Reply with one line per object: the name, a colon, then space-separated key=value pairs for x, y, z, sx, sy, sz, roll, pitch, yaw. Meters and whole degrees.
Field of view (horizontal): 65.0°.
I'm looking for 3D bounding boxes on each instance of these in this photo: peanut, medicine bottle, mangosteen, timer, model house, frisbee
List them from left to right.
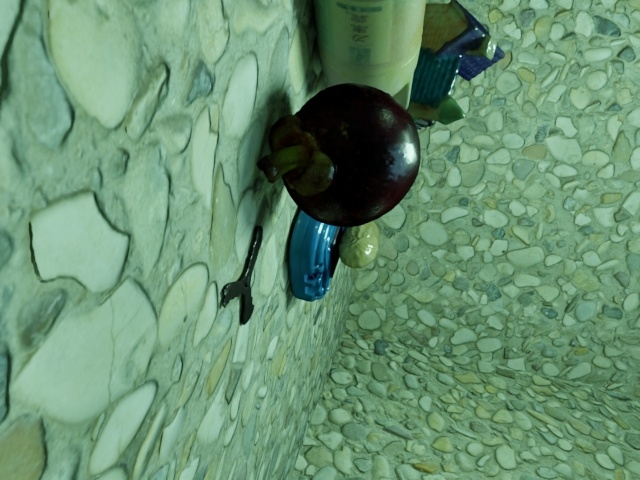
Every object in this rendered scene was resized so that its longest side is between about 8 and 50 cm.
frisbee: x=-0.149 y=0.078 z=0.955 sx=0.187 sy=0.012 sz=0.210 roll=-29 pitch=130 yaw=-77
timer: x=0.000 y=0.000 z=1.450 sx=0.340 sy=0.115 sz=0.308 roll=90 pitch=18 yaw=-55
mangosteen: x=0.042 y=-0.175 z=0.999 sx=0.297 sy=0.293 sz=0.297 roll=-44 pitch=-151 yaw=32
peanut: x=0.114 y=-0.003 z=1.458 sx=0.274 sy=0.111 sz=0.124 roll=-60 pitch=145 yaw=-73
medicine bottle: x=0.109 y=-0.459 z=1.130 sx=0.406 sy=0.236 sz=0.235 roll=80 pitch=23 yaw=-65
model house: x=0.329 y=-0.464 z=1.357 sx=0.245 sy=0.280 sz=0.311 roll=12 pitch=96 yaw=-50

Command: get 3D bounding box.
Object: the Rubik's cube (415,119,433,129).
Rubik's cube: x=0.271 y=-0.592 z=1.781 sx=0.310 sy=0.306 sz=0.306 roll=19 pitch=80 yaw=-78
